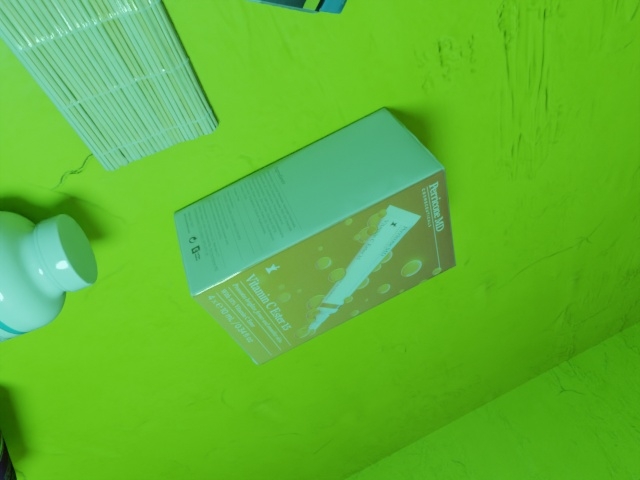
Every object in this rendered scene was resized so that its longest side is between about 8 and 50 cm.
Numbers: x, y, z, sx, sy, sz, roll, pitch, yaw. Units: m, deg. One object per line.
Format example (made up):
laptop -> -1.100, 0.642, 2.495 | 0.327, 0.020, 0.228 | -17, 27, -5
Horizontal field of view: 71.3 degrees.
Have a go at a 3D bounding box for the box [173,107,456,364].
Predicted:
box -> 0.000, 0.000, 0.660 | 0.345, 0.168, 0.215 | -27, 138, -1

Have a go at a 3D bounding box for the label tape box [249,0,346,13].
label tape box -> -0.033, -0.321, 0.323 | 0.249, 0.115, 0.347 | -58, 171, 32

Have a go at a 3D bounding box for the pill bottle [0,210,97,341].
pill bottle -> -0.411, 0.056, 0.515 | 0.264, 0.146, 0.146 | -21, 139, -9

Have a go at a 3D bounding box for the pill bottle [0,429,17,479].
pill bottle -> -0.615, 0.398, 0.729 | 0.181, 0.181, 0.323 | -3, 133, -26

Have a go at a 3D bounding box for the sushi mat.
sushi mat -> -0.228, -0.212, 0.435 | 0.151, 0.019, 0.316 | -24, 139, -3
